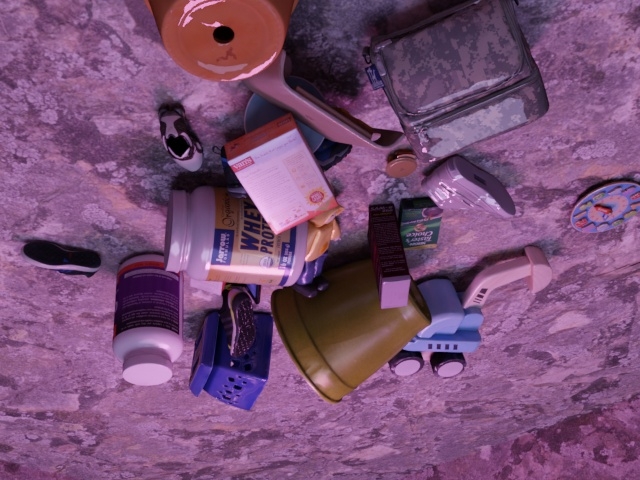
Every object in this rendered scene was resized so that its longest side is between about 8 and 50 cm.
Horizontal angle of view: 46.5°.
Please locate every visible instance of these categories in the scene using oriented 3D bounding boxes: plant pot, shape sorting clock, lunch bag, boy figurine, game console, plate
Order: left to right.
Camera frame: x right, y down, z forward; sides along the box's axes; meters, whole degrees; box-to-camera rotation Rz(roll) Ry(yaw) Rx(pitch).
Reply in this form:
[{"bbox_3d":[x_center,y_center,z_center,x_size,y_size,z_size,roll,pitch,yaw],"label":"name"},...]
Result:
[{"bbox_3d":[-0.165,-0.411,1.263,0.290,0.203,0.291,-5,144,-4],"label":"plant pot"},{"bbox_3d":[-0.280,0.363,2.302,0.212,0.236,0.236,13,140,-14],"label":"plant pot"},{"bbox_3d":[-0.230,0.114,2.086,0.085,0.124,0.144,-24,151,-23],"label":"game console"},{"bbox_3d":[-0.073,-0.255,1.581,0.188,0.024,0.188,-7,110,-19],"label":"plate"},{"bbox_3d":[0.000,0.000,1.921,0.177,0.092,0.285,-24,139,-46],"label":"boy figurine"},{"bbox_3d":[0.106,0.212,2.090,0.353,0.366,0.366,-31,139,13],"label":"plant pot"},{"bbox_3d":[0.263,-0.332,1.458,0.305,0.212,0.256,-20,126,16],"label":"lunch bag"},{"bbox_3d":[0.778,-0.086,2.016,0.206,0.040,0.206,-5,145,-3],"label":"shape sorting clock"}]

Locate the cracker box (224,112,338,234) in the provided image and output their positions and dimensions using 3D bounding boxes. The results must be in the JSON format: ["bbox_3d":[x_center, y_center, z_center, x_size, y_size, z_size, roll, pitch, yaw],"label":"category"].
[{"bbox_3d":[-0.079,-0.136,1.563,0.155,0.067,0.232,-24,133,6],"label":"cracker box"}]

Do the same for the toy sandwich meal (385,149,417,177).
[{"bbox_3d":[0.193,-0.184,1.791,0.085,0.029,0.085,-6,149,-3],"label":"toy sandwich meal"}]

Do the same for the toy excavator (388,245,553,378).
[{"bbox_3d":[0.423,0.197,2.230,0.433,0.222,0.445,4,135,-17],"label":"toy excavator"}]

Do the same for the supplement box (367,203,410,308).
[{"bbox_3d":[0.172,0.039,1.913,0.073,0.239,0.130,-7,145,-3],"label":"supplement box"}]

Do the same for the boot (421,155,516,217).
[{"bbox_3d":[0.370,-0.115,1.877,0.258,0.095,0.123,31,136,-30],"label":"boot"}]

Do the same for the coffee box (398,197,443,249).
[{"bbox_3d":[0.263,-0.043,1.986,0.113,0.040,0.184,-5,144,-4],"label":"coffee box"}]

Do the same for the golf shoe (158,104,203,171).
[{"bbox_3d":[-0.307,-0.199,1.627,0.077,0.094,0.198,-12,146,5],"label":"golf shoe"}]

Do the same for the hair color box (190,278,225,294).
[{"bbox_3d":[-0.300,0.073,2.019,0.093,0.053,0.167,17,143,0],"label":"hair color box"}]

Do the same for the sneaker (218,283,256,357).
[{"bbox_3d":[-0.245,0.226,2.142,0.084,0.097,0.235,-26,132,-42],"label":"sneaker"}]

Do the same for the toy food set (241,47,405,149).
[{"bbox_3d":[0.001,-0.280,1.462,0.306,0.219,0.092,28,89,-28],"label":"toy food set"}]

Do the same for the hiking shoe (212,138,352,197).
[{"bbox_3d":[-0.075,-0.196,1.654,0.304,0.113,0.132,-21,103,-10],"label":"hiking shoe"}]

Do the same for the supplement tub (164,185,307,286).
[{"bbox_3d":[-0.207,-0.011,1.788,0.316,0.228,0.228,5,143,-16],"label":"supplement tub"}]

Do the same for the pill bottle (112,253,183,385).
[{"bbox_3d":[-0.453,0.209,1.969,0.181,0.323,0.181,-5,144,-3],"label":"pill bottle"}]

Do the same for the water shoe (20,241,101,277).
[{"bbox_3d":[-0.678,0.061,1.940,0.203,0.073,0.080,14,142,-25],"label":"water shoe"}]
